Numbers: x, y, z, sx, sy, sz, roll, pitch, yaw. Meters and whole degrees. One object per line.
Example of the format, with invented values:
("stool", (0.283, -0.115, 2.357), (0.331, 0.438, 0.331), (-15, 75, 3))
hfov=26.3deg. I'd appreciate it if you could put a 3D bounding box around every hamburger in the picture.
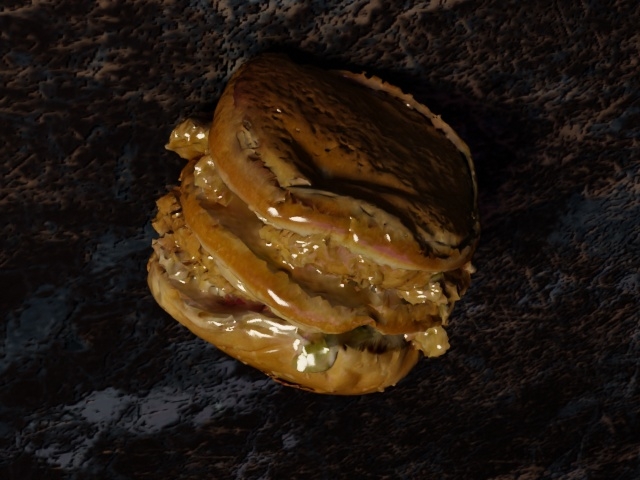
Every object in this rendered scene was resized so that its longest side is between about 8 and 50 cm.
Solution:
("hamburger", (0.008, -0.002, 1.047), (0.260, 0.245, 0.211), (-10, 137, -51))
